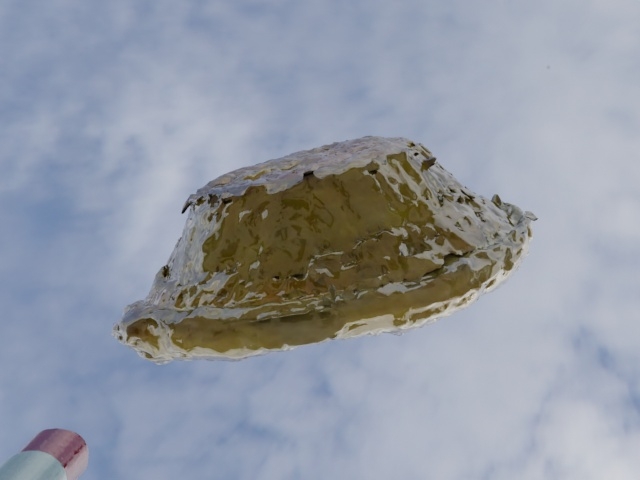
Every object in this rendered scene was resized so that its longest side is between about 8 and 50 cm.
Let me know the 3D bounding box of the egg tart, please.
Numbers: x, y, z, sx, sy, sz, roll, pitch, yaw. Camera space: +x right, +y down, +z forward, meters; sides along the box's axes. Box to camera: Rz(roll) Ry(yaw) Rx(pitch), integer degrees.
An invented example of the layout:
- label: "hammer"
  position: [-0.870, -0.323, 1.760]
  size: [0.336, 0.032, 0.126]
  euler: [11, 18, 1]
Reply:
- label: "egg tart"
  position: [0.001, 0.000, 1.401]
  size: [0.341, 0.341, 0.132]
  euler: [-14, -82, 8]

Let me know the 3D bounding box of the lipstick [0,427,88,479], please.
- label: "lipstick"
  position: [-0.179, 0.158, 0.925]
  size: [0.068, 0.274, 0.061]
  euler: [-24, -81, 18]
